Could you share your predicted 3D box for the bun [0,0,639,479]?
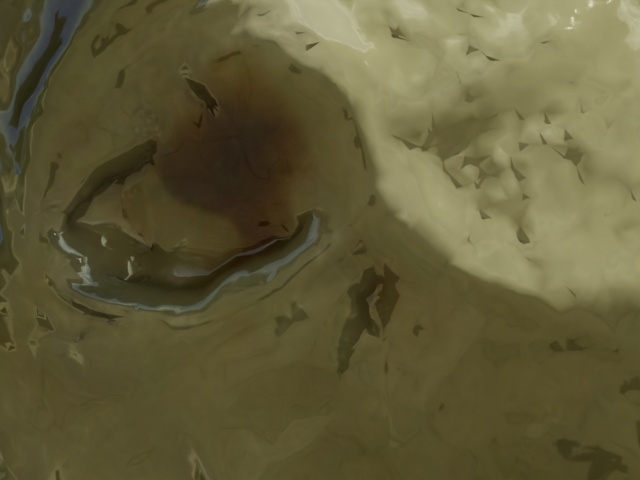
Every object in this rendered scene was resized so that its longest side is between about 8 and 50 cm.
[{"bbox_3d":[-0.001,-0.003,0.620,0.364,0.202,0.364,0,-91,24],"label":"bun"}]
